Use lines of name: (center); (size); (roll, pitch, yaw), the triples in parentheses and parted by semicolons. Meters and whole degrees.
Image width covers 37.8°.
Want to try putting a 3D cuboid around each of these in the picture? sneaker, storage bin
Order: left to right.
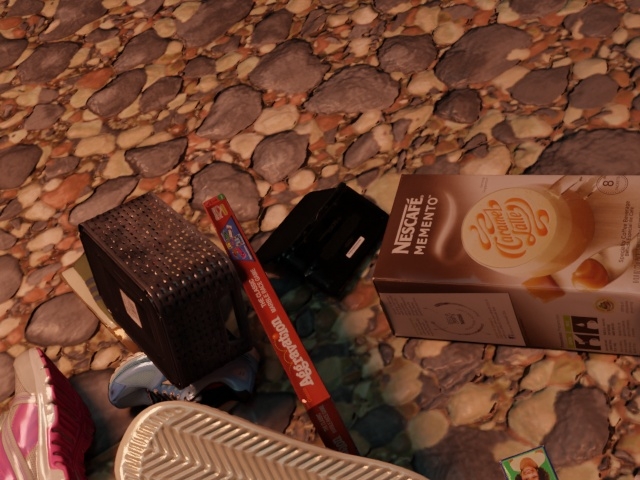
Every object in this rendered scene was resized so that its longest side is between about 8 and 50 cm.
sneaker: (-0.289, 0.214, 0.919); (0.111, 0.103, 0.252); (-22, 46, 1)
sneaker: (-0.218, 0.057, 1.048); (0.086, 0.064, 0.192); (-44, 46, -11)
storage bin: (-0.154, 0.046, 0.918); (0.084, 0.122, 0.180); (-27, 40, -24)
sneaker: (-0.141, 0.148, 0.945); (0.162, 0.063, 0.073); (-13, 51, 11)
sneaker: (0.004, 0.238, 0.780); (0.350, 0.148, 0.131); (25, 72, 11)

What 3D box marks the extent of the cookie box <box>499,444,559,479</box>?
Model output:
cookie box: (0.182, 0.230, 0.726); (0.040, 0.092, 0.107); (-23, 47, 6)

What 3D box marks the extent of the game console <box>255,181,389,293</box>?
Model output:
game console: (0.000, 0.000, 1.044); (0.107, 0.071, 0.122); (35, 63, 7)

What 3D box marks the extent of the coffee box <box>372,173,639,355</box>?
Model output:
coffee box: (0.189, 0.019, 0.897); (0.246, 0.098, 0.141); (1, 52, 23)

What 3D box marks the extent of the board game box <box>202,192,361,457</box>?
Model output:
board game box: (-0.036, 0.089, 0.896); (0.027, 0.145, 0.281); (-28, 47, -3)

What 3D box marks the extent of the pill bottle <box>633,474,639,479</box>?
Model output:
pill bottle: (0.323, 0.221, 0.666); (0.193, 0.108, 0.108); (3, 53, 24)
